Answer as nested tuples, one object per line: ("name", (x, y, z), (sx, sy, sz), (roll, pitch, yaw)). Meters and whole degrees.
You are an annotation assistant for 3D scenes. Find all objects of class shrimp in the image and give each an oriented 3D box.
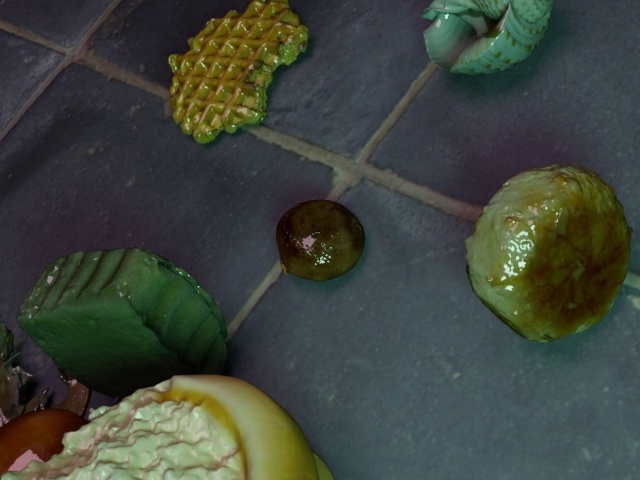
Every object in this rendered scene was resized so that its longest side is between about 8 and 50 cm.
("shrimp", (-0.411, 0.208, 1.543), (0.173, 0.058, 0.253), (-22, 50, 7))

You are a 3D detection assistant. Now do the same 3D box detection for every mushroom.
("mushroom", (0.000, 0.000, 1.415), (0.127, 0.087, 0.127), (-3, 49, 4))

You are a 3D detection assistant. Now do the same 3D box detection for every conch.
("conch", (0.236, -0.302, 1.446), (0.200, 0.131, 0.172), (-16, 72, 60))

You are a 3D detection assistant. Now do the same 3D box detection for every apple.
("apple", (-0.314, 0.316, 1.268), (0.230, 0.230, 0.229), (-18, 49, 22))

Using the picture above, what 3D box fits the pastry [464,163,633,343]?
("pastry", (0.244, 0.018, 1.145), (0.182, 0.192, 0.093), (-44, 38, -12))

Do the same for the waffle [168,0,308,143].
("waffle", (-0.134, -0.280, 1.733), (0.291, 0.051, 0.291), (-20, 48, 24))

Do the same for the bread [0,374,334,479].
("bread", (-0.174, 0.343, 1.118), (0.329, 0.245, 0.424), (28, 68, 28))

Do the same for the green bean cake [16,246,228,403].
("green bean cake", (-0.242, 0.113, 1.388), (0.227, 0.222, 0.124), (-3, 46, 34))
